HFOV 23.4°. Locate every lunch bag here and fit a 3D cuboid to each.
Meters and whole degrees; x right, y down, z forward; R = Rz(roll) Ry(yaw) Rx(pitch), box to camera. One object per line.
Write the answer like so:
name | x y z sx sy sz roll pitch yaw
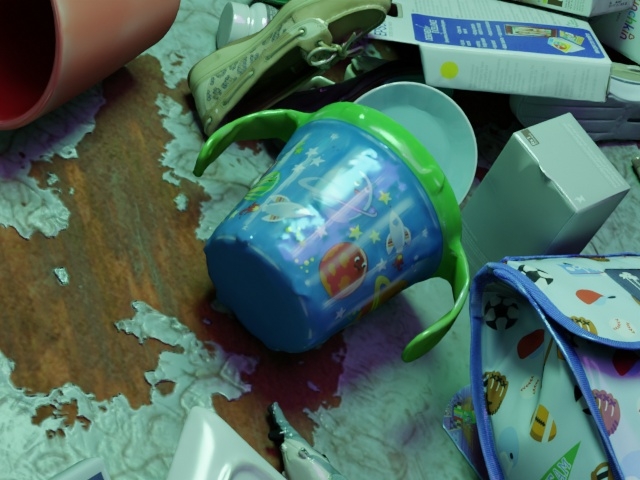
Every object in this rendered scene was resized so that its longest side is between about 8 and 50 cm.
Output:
lunch bag | 0.353 0.189 1.696 0.328 0.239 0.385 0 63 -35

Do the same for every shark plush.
shark plush | -0.011 0.245 1.645 0.161 0.073 0.067 40 22 27

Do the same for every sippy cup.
sippy cup | 0.000 0.000 1.719 0.305 0.240 0.224 18 47 42

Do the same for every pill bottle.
pill bottle | -0.057 -0.259 1.968 0.137 0.078 0.078 10 52 -20

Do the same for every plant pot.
plant pot | -0.307 -0.287 1.761 0.275 0.275 0.243 48 41 13

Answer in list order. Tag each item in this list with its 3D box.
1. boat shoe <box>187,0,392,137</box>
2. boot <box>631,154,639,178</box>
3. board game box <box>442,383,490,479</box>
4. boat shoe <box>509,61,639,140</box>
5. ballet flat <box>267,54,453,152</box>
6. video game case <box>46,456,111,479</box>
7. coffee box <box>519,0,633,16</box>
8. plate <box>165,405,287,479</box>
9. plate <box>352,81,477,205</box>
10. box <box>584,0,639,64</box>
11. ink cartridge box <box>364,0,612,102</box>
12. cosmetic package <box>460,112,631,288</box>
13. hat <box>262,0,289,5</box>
boat shoe | -0.029 -0.215 1.839 0.104 0.285 0.089 20 49 -52
boot | 0.489 -0.102 2.145 0.118 0.042 0.087 -24 67 -38
board game box | 0.224 0.225 1.770 0.133 0.033 0.169 -21 67 -36
boat shoe | 0.369 -0.196 2.130 0.302 0.109 0.094 4 39 -36
ballet flat | 0.043 -0.186 1.957 0.280 0.095 0.096 -20 55 -36
video game case | -0.220 0.382 1.273 0.300 0.036 0.329 -26 97 -59
coffee box | 0.298 -0.383 2.125 0.246 0.098 0.141 19 21 31
plate | -0.056 0.333 1.455 0.277 0.045 0.278 45 42 -29
plate | 0.098 -0.101 1.890 0.188 0.188 0.024 18 7 -13
box | 0.467 -0.393 2.267 0.231 0.127 0.262 35 45 24
ink cartridge box | 0.202 -0.259 2.001 0.307 0.072 0.303 4 23 0
cosmetic package | 0.249 -0.026 1.835 0.107 0.238 0.127 -20 67 -36
hat | -0.012 -0.405 1.981 0.208 0.183 0.173 14 23 34
